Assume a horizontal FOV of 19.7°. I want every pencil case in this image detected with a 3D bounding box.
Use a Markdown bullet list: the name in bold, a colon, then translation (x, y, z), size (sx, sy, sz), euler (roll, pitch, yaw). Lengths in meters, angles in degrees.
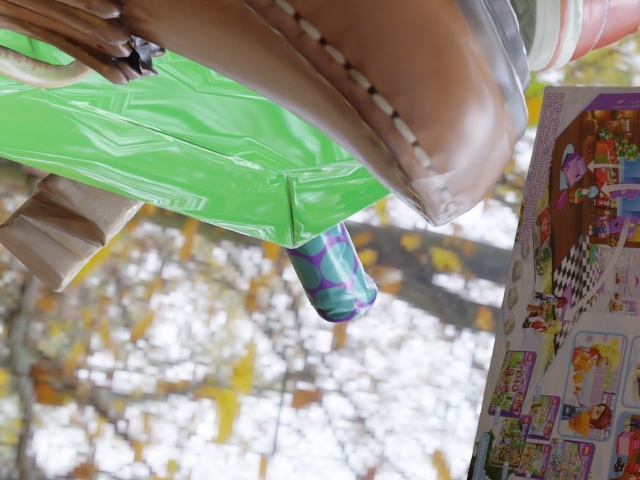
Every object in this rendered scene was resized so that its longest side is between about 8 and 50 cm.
- **pencil case**: translation (0.000, 0.000, 1.666), size (0.064, 0.151, 0.070), euler (1, -142, 35)

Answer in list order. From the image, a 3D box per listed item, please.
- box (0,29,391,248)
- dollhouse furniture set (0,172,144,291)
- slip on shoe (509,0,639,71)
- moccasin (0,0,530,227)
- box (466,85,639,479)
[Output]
- **box**: translation (-0.076, -0.149, 0.859), size (0.127, 0.262, 0.231), euler (-30, -123, 38)
- **dollhouse furniture set**: translation (-0.187, -0.242, 1.391), size (0.362, 0.394, 0.256), euler (-44, -174, 34)
- **slip on shoe**: translation (0.093, -0.190, 1.001), size (0.331, 0.101, 0.123), euler (-123, -154, -55)
- **moccasin**: translation (-0.118, -0.111, 0.484), size (0.147, 0.380, 0.139), euler (-56, 176, -8)
- **box**: translation (0.217, 0.044, 1.194), size (0.201, 0.057, 0.293), euler (4, -105, 38)
